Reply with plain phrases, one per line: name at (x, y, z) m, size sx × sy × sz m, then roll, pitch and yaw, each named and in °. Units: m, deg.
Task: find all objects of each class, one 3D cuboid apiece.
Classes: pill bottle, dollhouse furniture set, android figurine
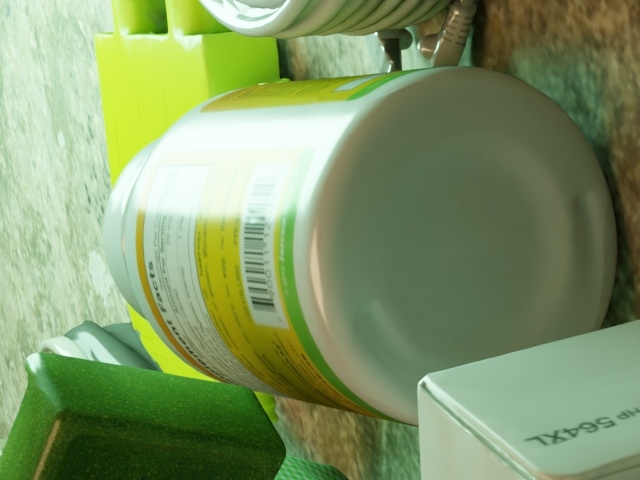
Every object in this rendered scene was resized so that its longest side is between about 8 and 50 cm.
pill bottle at (0.000, 0.000, 0.794) m, size 0.245 × 0.136 × 0.136 m, roll 4°, pitch 106°, yaw 62°
dollhouse furniture set at (-0.034, 0.106, 0.833) m, size 0.197 × 0.301 × 0.151 m, roll 49°, pitch 120°, yaw 52°
android figurine at (-0.064, -0.031, 1.033) m, size 0.248 × 0.056 × 0.273 m, roll 9°, pitch 109°, yaw 63°

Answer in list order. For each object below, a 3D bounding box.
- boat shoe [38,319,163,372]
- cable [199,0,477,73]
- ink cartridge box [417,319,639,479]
boat shoe at (-0.054, 0.148, 1.095) m, size 0.335 × 0.095 × 0.112 m, roll 45°, pitch 145°, yaw 41°
cable at (-0.010, -0.210, 0.772) m, size 0.257 × 0.089 × 0.257 m, roll 60°, pitch 152°, yaw 32°
ink cartridge box at (0.117, 0.130, 0.611) m, size 0.086 × 0.148 × 0.203 m, roll -142°, pitch 44°, yaw -58°
